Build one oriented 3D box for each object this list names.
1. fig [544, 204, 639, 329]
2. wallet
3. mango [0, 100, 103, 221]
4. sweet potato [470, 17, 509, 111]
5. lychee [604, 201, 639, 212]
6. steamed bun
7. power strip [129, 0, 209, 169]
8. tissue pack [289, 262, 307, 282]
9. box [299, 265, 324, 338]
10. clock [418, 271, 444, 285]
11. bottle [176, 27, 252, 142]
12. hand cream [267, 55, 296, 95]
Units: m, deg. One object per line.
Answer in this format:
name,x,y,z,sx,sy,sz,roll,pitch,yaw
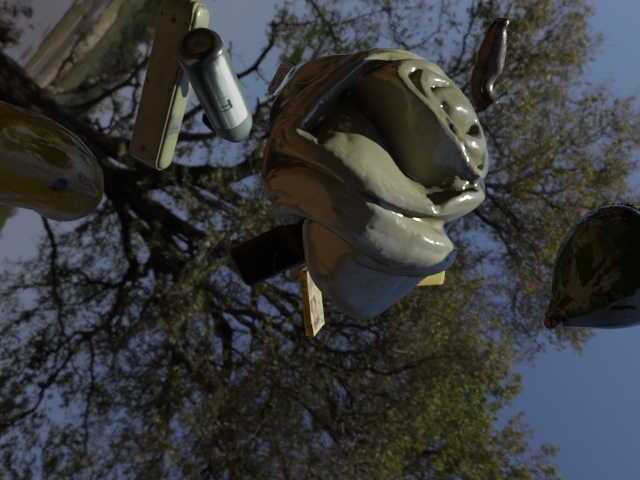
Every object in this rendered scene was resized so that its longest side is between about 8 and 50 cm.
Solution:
fig,0.455,0.060,0.908,0.245,0.195,0.195,-35,-151,4
wallet,-0.074,0.016,0.961,0.156,0.082,0.018,-24,162,-9
mango,-0.404,-0.107,0.770,0.177,0.295,0.120,-1,-100,9
sweet potato,0.497,-0.509,1.613,0.286,0.085,0.112,97,-19,-45
lychee,0.607,0.024,1.113,0.194,0.194,0.194,-36,-149,26
steamed bun,0.098,-0.107,0.775,0.255,0.342,0.368,-16,-135,26
power strip,-0.310,-0.338,1.152,0.066,0.092,0.387,-35,149,-64
tissue pack,0.000,0.000,1.577,0.159,0.125,0.234,1,-121,4
box,-0.017,0.124,1.168,0.020,0.149,0.073,-1,-164,18
clock,0.258,0.078,1.647,0.143,0.202,0.096,26,-69,56
bottle,-0.186,-0.261,0.986,0.096,0.254,0.079,-2,-111,6
hand cream,-0.084,-0.335,1.152,0.019,0.030,0.093,-34,167,-48
